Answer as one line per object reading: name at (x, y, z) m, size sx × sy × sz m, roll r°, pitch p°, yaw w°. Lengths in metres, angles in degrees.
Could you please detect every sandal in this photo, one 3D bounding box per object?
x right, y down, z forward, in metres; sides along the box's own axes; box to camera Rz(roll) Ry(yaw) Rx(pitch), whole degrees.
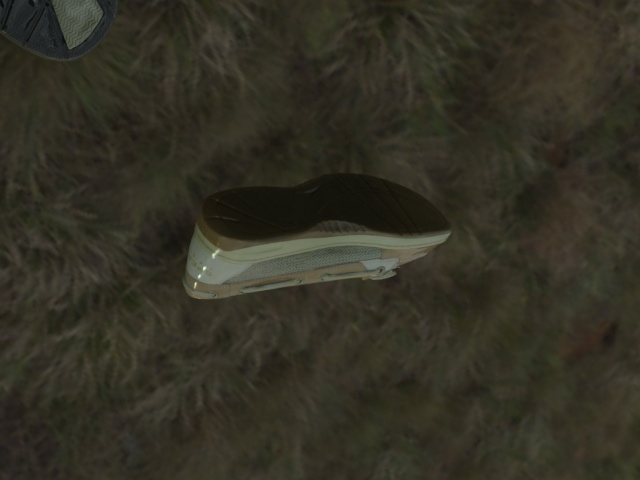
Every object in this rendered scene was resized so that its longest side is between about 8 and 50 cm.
sandal at (-0.270, -0.268, 0.939) m, size 0.120 × 0.303 × 0.086 m, roll -45°, pitch 173°, yaw 1°

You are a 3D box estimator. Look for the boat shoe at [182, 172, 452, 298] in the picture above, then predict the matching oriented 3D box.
boat shoe at (0.001, 0.001, 0.606) m, size 0.153 × 0.056 × 0.048 m, roll -8°, pitch 134°, yaw -39°
